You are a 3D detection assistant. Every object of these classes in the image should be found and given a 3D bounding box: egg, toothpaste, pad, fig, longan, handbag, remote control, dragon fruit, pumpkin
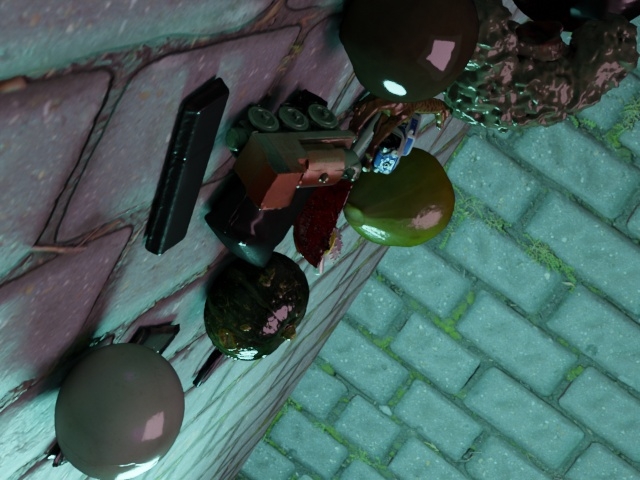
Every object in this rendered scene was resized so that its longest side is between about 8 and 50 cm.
[{"bbox_3d":[-0.242,0.210,1.226,0.151,0.151,0.209,-46,169,-42],"label":"egg"},{"bbox_3d":[0.067,-0.171,1.781,0.216,0.037,0.062,-55,176,23],"label":"toothpaste"},{"bbox_3d":[-0.288,0.215,1.450,0.233,0.022,0.174,-56,171,4],"label":"pad"},{"bbox_3d":[0.149,-0.078,2.069,0.230,0.207,0.207,-28,166,-10],"label":"fig"},{"bbox_3d":[0.108,-0.256,1.265,0.189,0.189,0.189,-52,171,-11],"label":"longan"},{"bbox_3d":[-0.050,-0.073,1.380,0.223,0.080,0.247,-53,172,-6],"label":"handbag"},{"bbox_3d":[-0.143,-0.071,1.078,0.063,0.025,0.245,-42,166,-38],"label":"remote control"},{"bbox_3d":[-0.013,-0.040,1.758,0.106,0.083,0.162,-136,-116,-80],"label":"dragon fruit"},{"bbox_3d":[-0.098,0.103,1.600,0.190,0.146,0.190,-34,143,-31],"label":"pumpkin"}]

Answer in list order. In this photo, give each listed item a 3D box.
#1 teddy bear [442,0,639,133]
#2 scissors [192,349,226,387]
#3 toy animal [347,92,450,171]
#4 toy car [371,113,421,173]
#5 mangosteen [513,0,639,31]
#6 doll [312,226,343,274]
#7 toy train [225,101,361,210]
[{"bbox_3d":[0.286,-0.310,1.714,0.367,0.357,0.225,-136,-128,-59],"label":"teddy bear"},{"bbox_3d":[-0.150,0.157,1.967,0.300,0.022,0.109,-55,175,1],"label":"scissors"},{"bbox_3d":[0.136,-0.212,1.716,0.275,0.054,0.149,-36,131,-39],"label":"toy animal"},{"bbox_3d":[0.138,-0.199,1.835,0.080,0.070,0.171,112,-5,-57],"label":"toy car"},{"bbox_3d":[0.455,-0.499,1.738,0.297,0.297,0.293,-51,163,-16],"label":"mangosteen"},{"bbox_3d":[0.000,0.000,1.955,0.207,0.081,0.129,56,39,-78],"label":"doll"},{"bbox_3d":[-0.026,-0.099,1.187,0.176,0.118,0.074,-6,143,-43],"label":"toy train"}]
